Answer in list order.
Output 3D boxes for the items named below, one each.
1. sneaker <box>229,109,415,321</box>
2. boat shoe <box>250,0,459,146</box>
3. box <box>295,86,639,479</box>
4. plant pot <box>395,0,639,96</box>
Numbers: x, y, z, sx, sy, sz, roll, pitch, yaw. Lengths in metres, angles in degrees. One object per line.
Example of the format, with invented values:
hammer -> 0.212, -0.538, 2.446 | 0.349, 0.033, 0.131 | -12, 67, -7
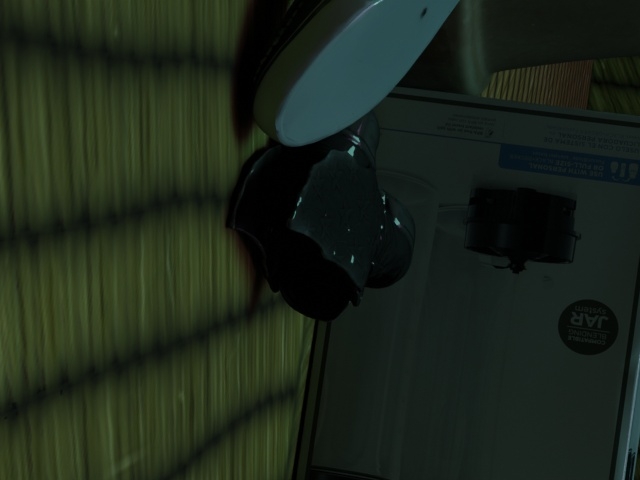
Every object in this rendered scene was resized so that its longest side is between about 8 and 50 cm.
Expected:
sneaker -> 0.003, 0.000, 0.817 | 0.170, 0.051, 0.089 | 72, 28, -57
boat shoe -> 0.015, -0.120, 0.769 | 0.183, 0.083, 0.065 | -48, 156, -20
box -> 0.083, 0.074, 0.967 | 0.087, 0.169, 0.290 | 12, 87, -79
plant pot -> 0.156, -0.193, 0.985 | 0.263, 0.229, 0.263 | 9, 90, -78
